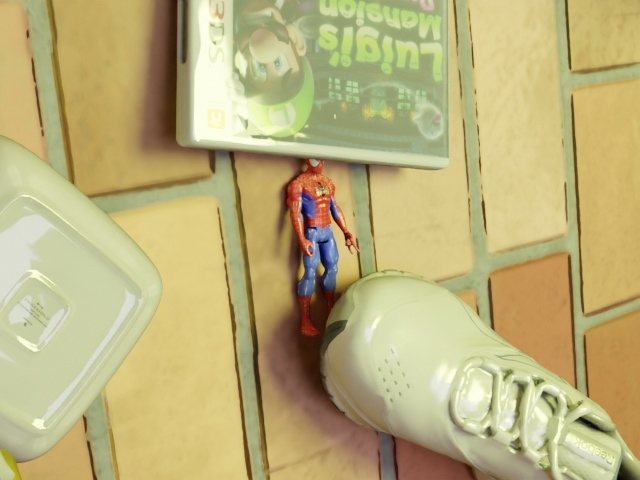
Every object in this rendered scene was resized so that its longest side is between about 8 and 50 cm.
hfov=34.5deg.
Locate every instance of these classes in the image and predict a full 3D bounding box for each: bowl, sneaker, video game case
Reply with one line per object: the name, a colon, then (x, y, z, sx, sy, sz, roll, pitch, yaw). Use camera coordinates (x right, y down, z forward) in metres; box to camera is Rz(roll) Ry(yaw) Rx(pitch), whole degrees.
bowl: (-0.153, 0.034, 0.520, 0.142, 0.053, 0.142, 47, 70, -31)
sneaker: (0.123, 0.108, 0.674, 0.297, 0.129, 0.111, 33, 77, -34)
video game case: (0.003, -0.135, 0.618, 0.190, 0.022, 0.173, 2, 87, -36)

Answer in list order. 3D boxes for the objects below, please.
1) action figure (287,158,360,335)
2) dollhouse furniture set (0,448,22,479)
action figure: (0.000, 0.000, 0.641, 0.038, 0.030, 0.115, -10, 98, -31)
dollhouse furniture set: (-0.272, 0.005, 0.408, 0.198, 0.286, 0.303, -82, 168, -48)
